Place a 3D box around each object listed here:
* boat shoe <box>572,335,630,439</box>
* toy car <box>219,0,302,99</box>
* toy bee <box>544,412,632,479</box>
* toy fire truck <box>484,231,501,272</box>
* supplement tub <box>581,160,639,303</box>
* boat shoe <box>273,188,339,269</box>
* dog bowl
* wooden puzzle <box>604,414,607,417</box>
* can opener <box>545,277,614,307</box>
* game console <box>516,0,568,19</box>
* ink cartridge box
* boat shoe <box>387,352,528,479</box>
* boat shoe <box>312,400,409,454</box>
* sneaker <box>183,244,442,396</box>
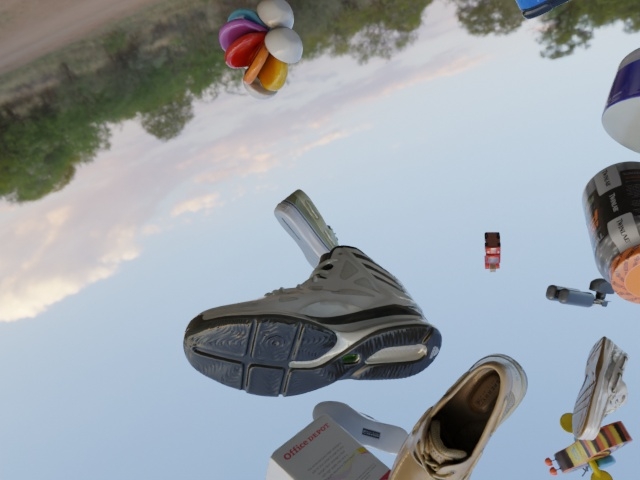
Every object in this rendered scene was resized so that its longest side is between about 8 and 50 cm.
[{"bbox_3d":[0.649,0.342,1.293,0.096,0.098,0.277,29,-126,12],"label":"boat shoe"},{"bbox_3d":[-0.128,-0.374,1.101,0.136,0.182,0.159,3,150,-32],"label":"toy car"},{"bbox_3d":[0.695,0.582,1.519,0.162,0.298,0.195,-12,-147,-12],"label":"toy bee"},{"bbox_3d":[0.523,0.046,1.737,0.047,0.135,0.192,-1,-160,16],"label":"toy fire truck"},{"bbox_3d":[0.703,-0.020,1.271,0.194,0.193,0.316,-10,-145,22],"label":"supplement tub"},{"bbox_3d":[0.000,0.000,1.482,0.094,0.302,0.109,-47,-149,-20],"label":"boat shoe"},{"bbox_3d":[0.637,-0.229,0.984,0.265,0.265,0.104,14,-100,53],"label":"dog bowl"},{"bbox_3d":[0.699,0.445,1.431,0.049,0.083,0.006,-14,-129,-20],"label":"wooden puzzle"},{"bbox_3d":[0.744,0.148,1.634,0.280,0.093,0.074,5,-174,-38],"label":"can opener"},{"bbox_3d":[0.372,-0.425,0.711,0.293,0.250,0.173,-19,-127,31],"label":"game console"},{"bbox_3d":[0.041,0.636,1.487,0.306,0.131,0.226,33,-143,30],"label":"ink cartridge box"},{"bbox_3d":[0.193,0.323,0.907,0.122,0.341,0.110,35,-169,31],"label":"boat shoe"},{"bbox_3d":[0.118,0.566,1.721,0.301,0.102,0.108,15,-111,3],"label":"boat shoe"},{"bbox_3d":[-0.028,0.130,1.041,0.448,0.169,0.257,3,-149,-20],"label":"sneaker"}]
